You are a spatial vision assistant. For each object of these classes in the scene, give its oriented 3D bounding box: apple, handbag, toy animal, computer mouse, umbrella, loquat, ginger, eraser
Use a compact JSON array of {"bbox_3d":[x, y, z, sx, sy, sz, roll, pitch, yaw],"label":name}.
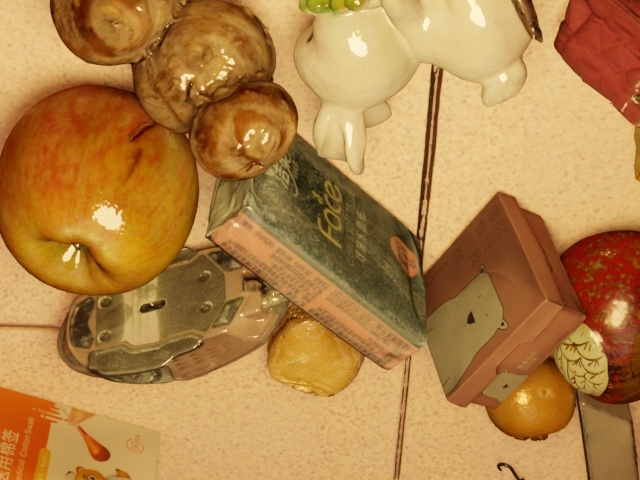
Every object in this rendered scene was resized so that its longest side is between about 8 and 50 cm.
[{"bbox_3d":[-0.281,-0.051,1.559,0.264,0.264,0.264,0,127,0],"label":"apple"},{"bbox_3d":[0.380,-0.226,1.446,0.146,0.225,0.135,-10,134,-29],"label":"handbag"},{"bbox_3d":[0.096,-0.232,1.463,0.310,0.183,0.247,-24,123,17],"label":"toy animal"},{"bbox_3d":[-0.178,0.106,1.727,0.389,0.199,0.115,-13,146,10],"label":"computer mouse"},{"bbox_3d":[0.364,0.448,2.064,0.044,0.044,0.269,-7,134,40],"label":"umbrella"},{"bbox_3d":[0.307,0.230,1.842,0.141,0.141,0.141,0,127,0],"label":"loquat"},{"bbox_3d":[-0.181,-0.233,1.448,0.375,0.256,0.176,41,108,-11],"label":"ginger"},{"bbox_3d":[0.446,0.335,1.933,0.077,0.111,0.352,-11,126,7],"label":"eraser"}]

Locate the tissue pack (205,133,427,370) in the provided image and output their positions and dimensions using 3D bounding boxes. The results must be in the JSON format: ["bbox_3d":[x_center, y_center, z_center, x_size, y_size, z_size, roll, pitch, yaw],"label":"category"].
[{"bbox_3d":[0.000,0.000,1.608,0.316,0.228,0.103,38,118,-25],"label":"tissue pack"}]

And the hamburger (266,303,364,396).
[{"bbox_3d":[-0.005,0.158,1.819,0.138,0.083,0.147,24,122,-12],"label":"hamburger"}]

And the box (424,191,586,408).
[{"bbox_3d":[0.235,0.084,1.686,0.086,0.215,0.215,20,124,-31],"label":"box"}]

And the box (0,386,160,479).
[{"bbox_3d":[-0.430,0.363,1.882,0.341,0.225,0.143,18,123,-14],"label":"box"}]

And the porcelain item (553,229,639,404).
[{"bbox_3d":[0.394,0.089,1.718,0.253,0.253,0.253,0,127,0],"label":"porcelain item"}]

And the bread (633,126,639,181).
[{"bbox_3d":[0.575,-0.065,1.591,0.388,0.183,0.236,21,121,-15],"label":"bread"}]
